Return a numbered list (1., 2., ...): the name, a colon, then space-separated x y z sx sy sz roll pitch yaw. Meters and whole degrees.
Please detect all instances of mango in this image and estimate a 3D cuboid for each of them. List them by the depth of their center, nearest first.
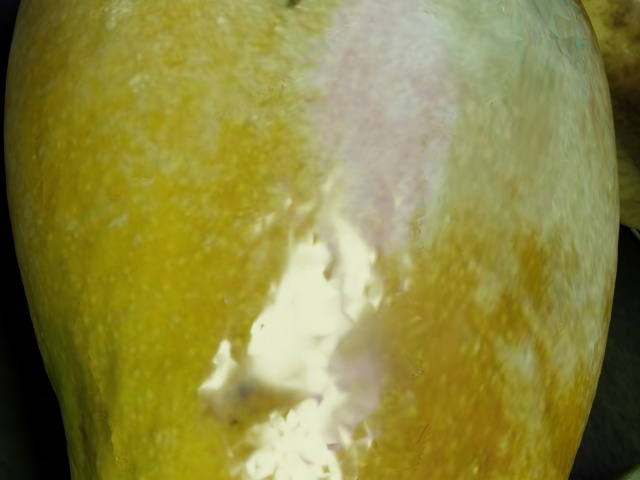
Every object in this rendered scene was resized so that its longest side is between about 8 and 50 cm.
1. mango: 0.000 0.000 0.532 0.193 0.146 0.316 26 52 -33

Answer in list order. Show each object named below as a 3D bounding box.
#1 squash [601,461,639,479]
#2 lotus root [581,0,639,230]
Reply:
1. squash: 0.081 0.126 0.598 0.066 0.066 0.229 58 31 3
2. lotus root: 0.139 -0.078 0.794 0.214 0.138 0.138 56 30 -23
